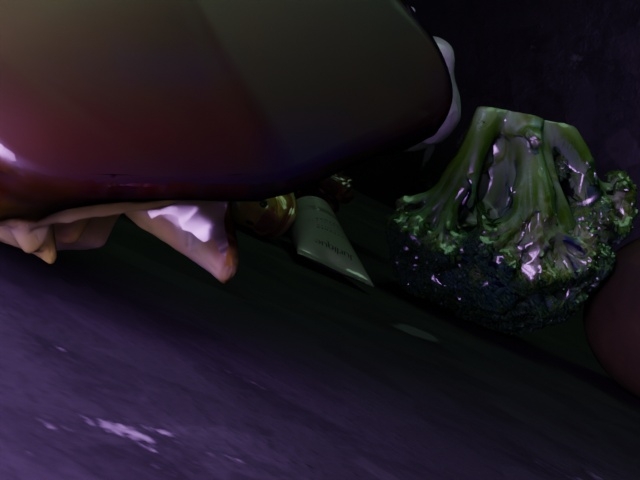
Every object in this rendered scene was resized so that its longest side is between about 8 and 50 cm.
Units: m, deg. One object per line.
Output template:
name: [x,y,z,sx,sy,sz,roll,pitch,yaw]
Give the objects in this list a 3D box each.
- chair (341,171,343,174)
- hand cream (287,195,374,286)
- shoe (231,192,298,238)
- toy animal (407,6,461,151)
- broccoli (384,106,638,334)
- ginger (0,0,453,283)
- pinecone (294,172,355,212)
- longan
chair: [-0.022,-0.098,2.010,0.147,0.136,0.270,19,8,-44]
hand cream: [0.000,0.000,1.586,0.087,0.054,0.186,24,12,-17]
shoe: [-0.065,-0.044,1.596,0.069,0.072,0.109,35,40,-20]
toy animal: [0.061,-0.220,1.975,0.289,0.174,0.249,25,-5,-10]
broccoli: [0.206,-0.022,1.702,0.294,0.245,0.265,4,12,-33]
ginger: [-0.154,-0.137,0.890,0.413,0.358,0.211,5,-24,-30]
pinecone: [-0.052,-0.105,1.754,0.212,0.168,0.185,51,16,10]
longan: [0.419,0.098,1.722,0.246,0.215,0.246,52,-3,4]
